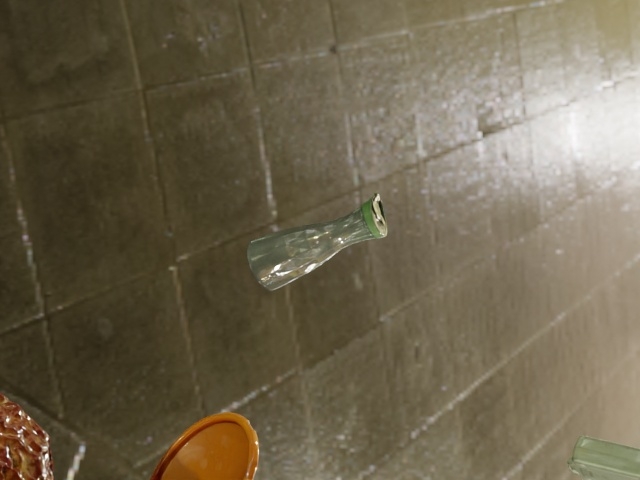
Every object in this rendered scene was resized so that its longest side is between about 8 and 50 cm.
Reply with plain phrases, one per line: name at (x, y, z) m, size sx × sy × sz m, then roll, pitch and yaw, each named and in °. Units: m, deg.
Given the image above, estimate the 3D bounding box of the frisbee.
frisbee at (-0.142, 0.298, 1.376) m, size 0.035 × 0.192 × 0.192 m, roll 42°, pitch 54°, yaw -32°

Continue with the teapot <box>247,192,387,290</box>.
teapot at (0.000, 0.000, 0.869) m, size 0.043 × 0.110 × 0.043 m, roll 51°, pitch 25°, yaw -36°

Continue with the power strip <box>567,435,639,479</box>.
power strip at (0.161, 0.113, 0.547) m, size 0.027 × 0.083 × 0.017 m, roll 54°, pitch 52°, yaw -48°

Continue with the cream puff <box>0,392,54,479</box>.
cream puff at (-0.420, 0.252, 1.043) m, size 0.228 × 0.350 × 0.350 m, roll 56°, pitch 44°, yaw -57°
